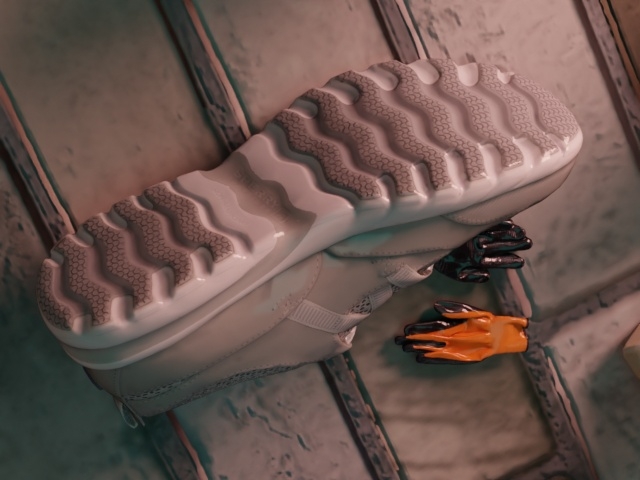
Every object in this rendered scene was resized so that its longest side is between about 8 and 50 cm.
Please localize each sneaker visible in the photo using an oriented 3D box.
[{"bbox_3d":[0.000,0.000,0.831,0.281,0.105,0.115,-22,138,-7],"label":"sneaker"}]

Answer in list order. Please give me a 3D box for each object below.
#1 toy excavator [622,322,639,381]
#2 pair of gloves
[{"bbox_3d":[0.075,0.226,0.809,0.445,0.433,0.222,-25,112,25],"label":"toy excavator"},{"bbox_3d":[0.076,0.027,0.884,0.074,0.010,0.083,-2,103,-11],"label":"pair of gloves"}]
